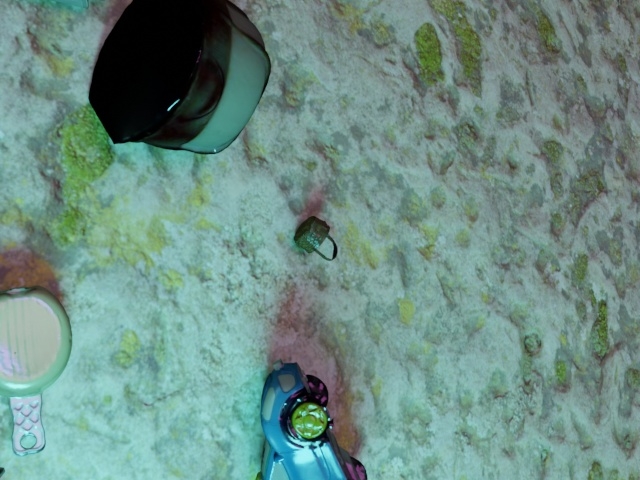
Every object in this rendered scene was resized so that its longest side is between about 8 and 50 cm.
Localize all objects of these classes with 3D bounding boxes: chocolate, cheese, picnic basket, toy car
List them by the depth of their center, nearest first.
[{"bbox_3d":[-0.407,0.177,0.927,0.137,0.064,0.227,-4,79,-31],"label":"cheese"},{"bbox_3d":[-0.204,-0.253,1.070,0.186,0.284,0.283,26,64,-47],"label":"chocolate"},{"bbox_3d":[-0.028,0.347,1.083,0.166,0.198,0.314,-25,91,-4],"label":"toy car"},{"bbox_3d":[0.000,0.000,1.243,0.083,0.072,0.072,41,59,-18],"label":"picnic basket"}]

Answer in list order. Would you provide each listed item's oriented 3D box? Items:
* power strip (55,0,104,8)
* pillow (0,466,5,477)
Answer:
[{"bbox_3d":[-0.458,-0.405,1.048,0.253,0.027,0.060,2,53,-34],"label":"power strip"},{"bbox_3d":[-0.455,0.384,0.851,0.093,0.051,0.241,26,64,-21],"label":"pillow"}]
